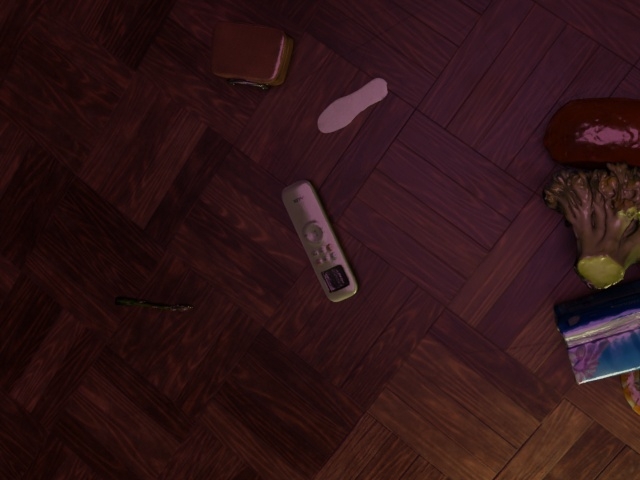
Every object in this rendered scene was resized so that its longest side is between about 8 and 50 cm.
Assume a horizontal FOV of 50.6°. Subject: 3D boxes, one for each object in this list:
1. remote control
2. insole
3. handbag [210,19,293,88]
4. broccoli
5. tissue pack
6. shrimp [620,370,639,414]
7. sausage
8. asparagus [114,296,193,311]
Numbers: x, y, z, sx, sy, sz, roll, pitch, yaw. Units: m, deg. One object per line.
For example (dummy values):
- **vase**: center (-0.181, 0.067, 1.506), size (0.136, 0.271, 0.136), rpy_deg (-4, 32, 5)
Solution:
- **remote control**: center (-0.001, 0.000, 1.660), size (0.090, 0.038, 0.310), rpy_deg (-24, 89, 17)
- **insole**: center (0.075, -0.324, 1.623), size (0.197, 0.004, 0.065), rpy_deg (-32, 86, 17)
- **handbag**: center (-0.172, -0.450, 1.649), size (0.193, 0.072, 0.151), rpy_deg (14, 99, 13)
- **broccoli**: center (0.591, -0.025, 1.366), size (0.288, 0.246, 0.248), rpy_deg (1, 130, 34)
- **tissue pack**: center (0.637, 0.180, 1.411), size (0.263, 0.198, 0.146), rpy_deg (-19, 93, 17)
- **shrimp**: center (0.742, 0.310, 1.477), size (0.161, 0.049, 0.166), rpy_deg (-32, 79, 18)
- **sausage**: center (0.603, -0.217, 1.403), size (0.267, 0.153, 0.141), rpy_deg (7, 86, 16)
- **asparagus**: center (-0.450, 0.172, 1.816), size (0.232, 0.023, 0.022), rpy_deg (4, 141, 16)
